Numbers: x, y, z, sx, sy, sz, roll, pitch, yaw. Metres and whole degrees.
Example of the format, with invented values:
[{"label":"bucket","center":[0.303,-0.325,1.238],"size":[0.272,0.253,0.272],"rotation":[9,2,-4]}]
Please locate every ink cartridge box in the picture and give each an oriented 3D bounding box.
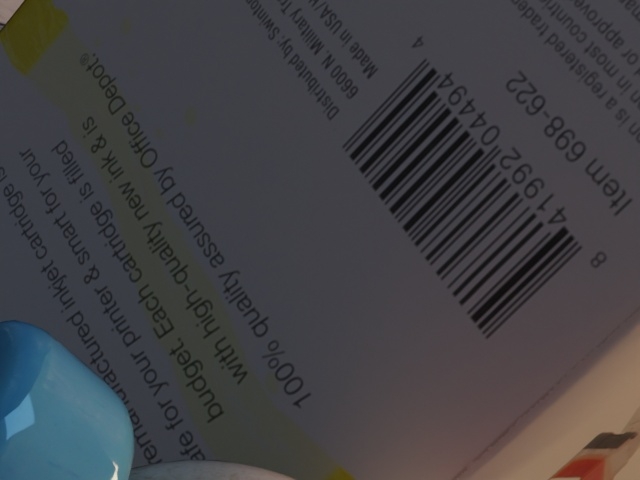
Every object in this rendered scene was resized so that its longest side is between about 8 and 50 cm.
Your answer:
[{"label":"ink cartridge box","center":[0.000,0.000,0.533],"size":[0.160,0.385,0.279],"rotation":[17,33,-54]}]

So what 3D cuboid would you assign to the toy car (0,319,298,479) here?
[{"label":"toy car","center":[-0.048,0.183,0.302],"size":[0.219,0.210,0.238],"rotation":[45,9,-26]}]
